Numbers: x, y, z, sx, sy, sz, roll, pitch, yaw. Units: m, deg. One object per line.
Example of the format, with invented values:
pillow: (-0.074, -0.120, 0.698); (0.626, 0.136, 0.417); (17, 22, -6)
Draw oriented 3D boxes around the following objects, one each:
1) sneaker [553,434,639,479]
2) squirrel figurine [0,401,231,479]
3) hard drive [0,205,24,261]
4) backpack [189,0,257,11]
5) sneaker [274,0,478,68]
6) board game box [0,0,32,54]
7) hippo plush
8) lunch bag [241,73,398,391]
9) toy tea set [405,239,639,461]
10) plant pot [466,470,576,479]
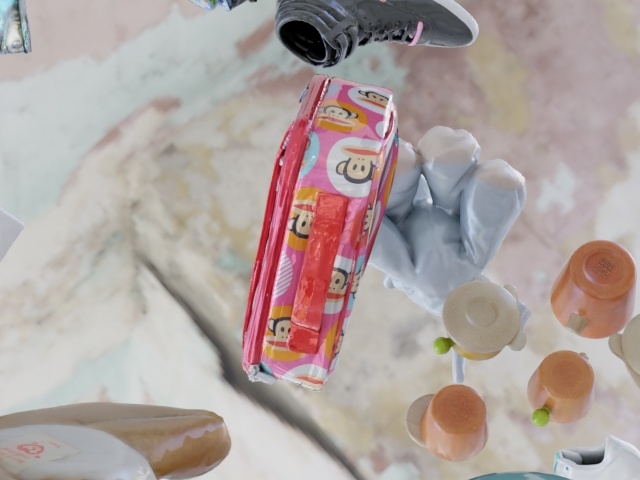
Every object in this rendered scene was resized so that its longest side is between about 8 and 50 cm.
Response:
sneaker: (0.322, 0.310, 2.035); (0.212, 0.094, 0.080); (-40, 18, 33)
squirrel figurine: (-0.275, 0.339, 1.290); (0.281, 0.396, 0.371); (-84, -1, -77)
hard drive: (-0.517, -0.017, 1.646); (0.353, 0.047, 0.233); (36, -92, -27)
backpack: (-0.150, -0.372, 2.149); (0.084, 0.105, 0.114); (-31, -51, -21)
sneaker: (0.067, -0.286, 2.185); (0.104, 0.295, 0.147); (115, 171, -57)
board game box: (-0.508, -0.327, 2.296); (0.026, 0.186, 0.126); (-34, -61, -63)
hippo plush: (0.151, -0.024, 2.021); (0.234, 0.294, 0.236); (-43, 7, 7)
lunch bag: (0.000, 0.000, 1.600); (0.258, 0.120, 0.293); (-75, -2, -65)
toy tea set: (0.240, 0.130, 1.750); (0.336, 0.200, 0.124); (-18, -27, -10)
plant pot: (0.175, 0.325, 1.300); (0.293, 0.235, 0.293); (-6, -66, -14)
